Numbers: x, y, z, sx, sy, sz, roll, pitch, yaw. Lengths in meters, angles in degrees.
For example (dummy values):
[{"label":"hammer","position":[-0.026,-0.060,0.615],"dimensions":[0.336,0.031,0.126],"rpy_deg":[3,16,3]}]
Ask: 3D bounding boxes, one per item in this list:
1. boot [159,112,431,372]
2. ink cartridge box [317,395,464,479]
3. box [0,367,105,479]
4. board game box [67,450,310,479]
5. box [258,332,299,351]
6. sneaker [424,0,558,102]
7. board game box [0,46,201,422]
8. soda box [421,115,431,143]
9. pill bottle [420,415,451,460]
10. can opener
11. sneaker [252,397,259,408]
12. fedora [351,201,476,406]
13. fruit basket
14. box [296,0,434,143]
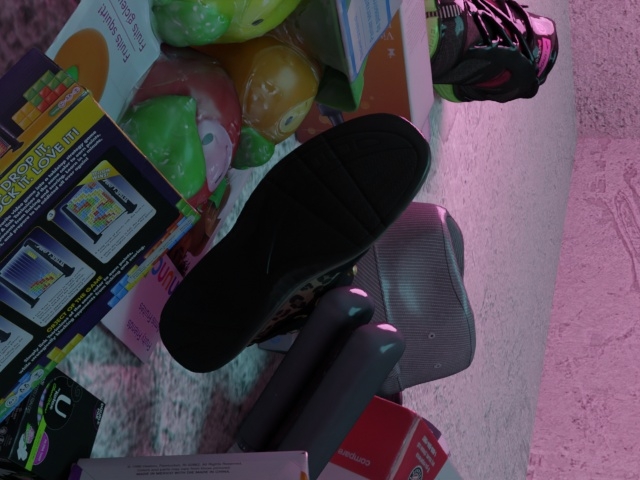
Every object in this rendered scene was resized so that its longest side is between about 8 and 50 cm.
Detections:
[{"label":"boot","position":[-0.002,-0.001,0.798],"dimensions":[0.236,0.085,0.178],"rpy_deg":[-44,170,13]},{"label":"ink cartridge box","position":[-0.004,0.299,0.928],"dimensions":[0.306,0.131,0.226],"rpy_deg":[-60,152,-18]},{"label":"box","position":[-0.176,0.110,0.630],"dimensions":[0.083,0.052,0.062],"rpy_deg":[61,39,-58]},{"label":"board game box","position":[-0.068,0.279,0.645],"dimensions":[0.142,0.144,0.275],"rpy_deg":[-87,173,-55]},{"label":"box","position":[-0.007,0.053,1.120],"dimensions":[0.186,0.038,0.145],"rpy_deg":[27,69,-68]},{"label":"sneaker","position":[0.223,-0.289,1.462],"dimensions":[0.483,0.202,0.185],"rpy_deg":[-12,104,-70]},{"label":"board game box","position":[-0.159,0.007,0.542],"dimensions":[0.170,0.048,0.141],"rpy_deg":[-46,150,-7]},{"label":"soda box","position":[0.072,-0.111,1.260],"dimensions":[0.216,0.074,0.069],"rpy_deg":[-55,143,-57]},{"label":"pill bottle","position":[0.064,0.298,1.224],"dimensions":[0.246,0.130,0.130],"rpy_deg":[-31,122,-67]},{"label":"can opener","position":[-0.037,0.154,0.771],"dimensions":[0.093,0.074,0.280],"rpy_deg":[-1,133,-50]},{"label":"sneaker","position":[-0.026,0.160,1.016],"dimensions":[0.166,0.065,0.076],"rpy_deg":[-61,140,-19]},{"label":"fedora","position":[0.092,0.048,1.091],"dimensions":[0.243,0.124,0.275],"rpy_deg":[-85,162,-55]},{"label":"fruit basket","position":[-0.069,-0.110,0.723],"dimensions":[0.327,0.165,0.353],"rpy_deg":[73,36,-65]},{"label":"box","position":[0.037,-0.190,1.062],"dimensions":[0.091,0.130,0.170],"rpy_deg":[-63,150,-50]}]
